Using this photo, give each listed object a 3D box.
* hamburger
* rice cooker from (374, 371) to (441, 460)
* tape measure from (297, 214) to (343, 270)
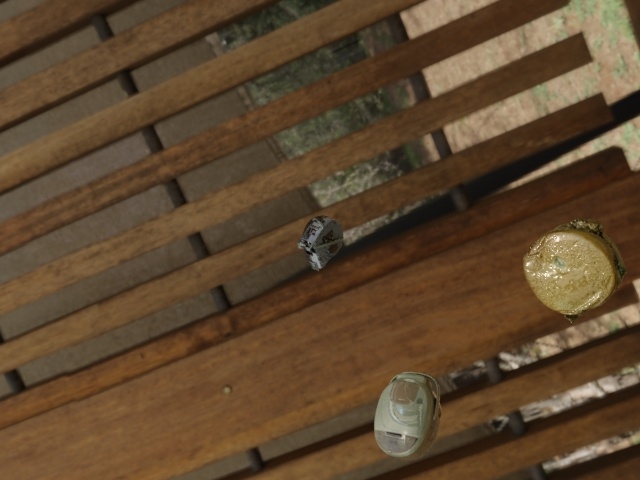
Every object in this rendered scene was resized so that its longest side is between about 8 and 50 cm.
[{"bbox_3d":[0.543,0.051,1.523,0.189,0.215,0.122,43,-139,17],"label":"hamburger"},{"bbox_3d":[0.208,0.414,1.691,0.127,0.145,0.206,55,-132,-43],"label":"rice cooker"},{"bbox_3d":[0.001,-0.002,1.392,0.054,0.094,0.091,20,153,40],"label":"tape measure"}]
